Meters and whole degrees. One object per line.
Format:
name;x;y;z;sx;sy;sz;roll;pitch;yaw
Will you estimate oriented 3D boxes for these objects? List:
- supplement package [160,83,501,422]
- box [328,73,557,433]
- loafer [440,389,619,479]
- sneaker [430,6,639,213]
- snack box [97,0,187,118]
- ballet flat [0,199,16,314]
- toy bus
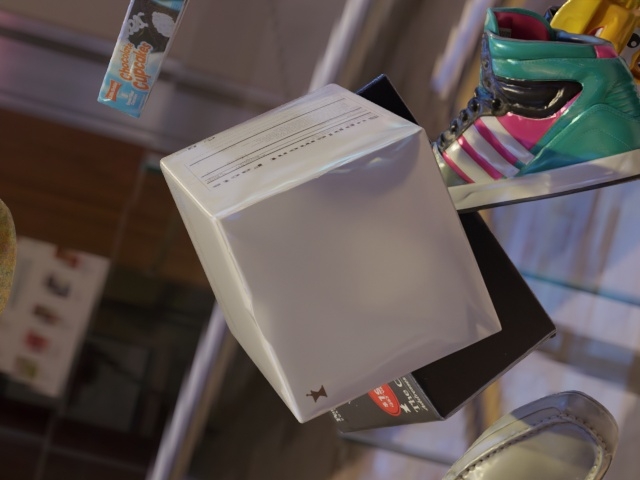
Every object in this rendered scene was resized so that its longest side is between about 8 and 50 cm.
supplement package;0.000;0.000;1.568;0.293;0.175;0.177;-138;25;-73
box;0.047;0.028;2.194;0.179;0.343;0.312;-36;4;-20
loafer;0.130;0.249;1.647;0.319;0.112;0.111;-50;0;29
sneaker;0.159;-0.120;1.772;0.124;0.296;0.178;-11;-89;-56
snack box;-0.167;-0.299;2.197;0.322;0.060;0.187;121;170;-57
ballet flat;-0.456;0.108;2.341;0.123;0.123;0.348;-99;33;-66
toy bus;0.328;-0.203;1.935;0.149;0.211;0.220;-59;-4;28
